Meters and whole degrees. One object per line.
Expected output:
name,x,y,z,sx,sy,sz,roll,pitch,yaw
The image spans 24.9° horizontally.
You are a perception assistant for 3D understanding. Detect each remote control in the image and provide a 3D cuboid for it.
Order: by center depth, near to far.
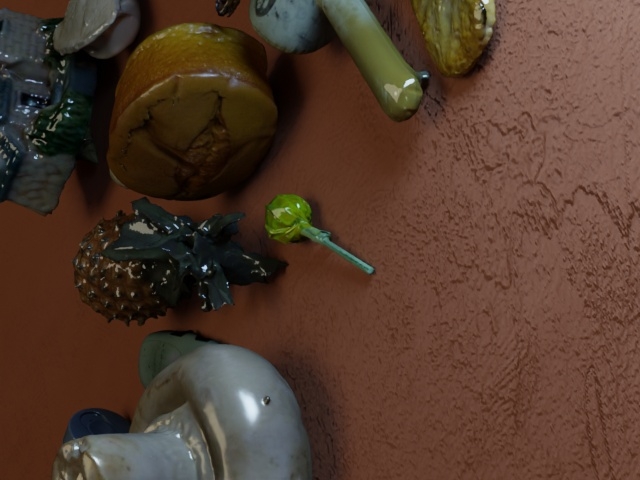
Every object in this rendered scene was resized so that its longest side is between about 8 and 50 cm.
remote control,-0.186,0.167,1.930,0.256,0.045,0.097,-3,85,58

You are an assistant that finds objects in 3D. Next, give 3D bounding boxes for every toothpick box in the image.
toothpick box,-0.336,0.333,2.115,0.101,0.101,0.153,57,134,47

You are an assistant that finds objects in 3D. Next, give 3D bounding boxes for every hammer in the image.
hammer,0.034,-0.237,1.545,0.305,0.113,0.202,58,138,38

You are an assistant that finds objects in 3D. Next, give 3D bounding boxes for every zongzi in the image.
zongzi,-0.376,-0.134,2.314,0.083,0.040,0.076,60,145,20

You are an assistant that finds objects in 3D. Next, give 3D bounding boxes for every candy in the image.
candy,0.000,0.000,1.632,0.058,0.062,0.194,-43,41,-13

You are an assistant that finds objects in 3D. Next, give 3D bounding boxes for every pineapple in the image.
pineapple,-0.192,0.019,1.846,0.364,0.165,0.165,-14,75,59

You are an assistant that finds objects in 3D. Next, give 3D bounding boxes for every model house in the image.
model house,-0.511,-0.219,2.253,0.298,0.284,0.243,-98,28,-47

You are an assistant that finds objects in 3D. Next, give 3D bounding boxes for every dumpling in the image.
dumpling,-0.336,-0.326,2.181,0.150,0.092,0.176,-44,47,8

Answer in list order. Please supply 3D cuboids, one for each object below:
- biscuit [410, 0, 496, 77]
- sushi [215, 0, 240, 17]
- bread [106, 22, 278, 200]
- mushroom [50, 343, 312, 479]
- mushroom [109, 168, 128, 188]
biscuit,0.122,-0.275,1.463,0.118,0.029,0.247,124,139,-51
sushi,-0.090,-0.393,1.698,0.140,0.149,0.287,-34,66,42
bread,-0.159,-0.149,1.776,0.269,0.195,0.142,133,139,-54
mushroom,-0.166,0.258,1.638,0.292,0.290,0.292,-8,80,55
mushroom,-0.261,-0.108,2.073,0.083,0.067,0.083,-50,12,14
